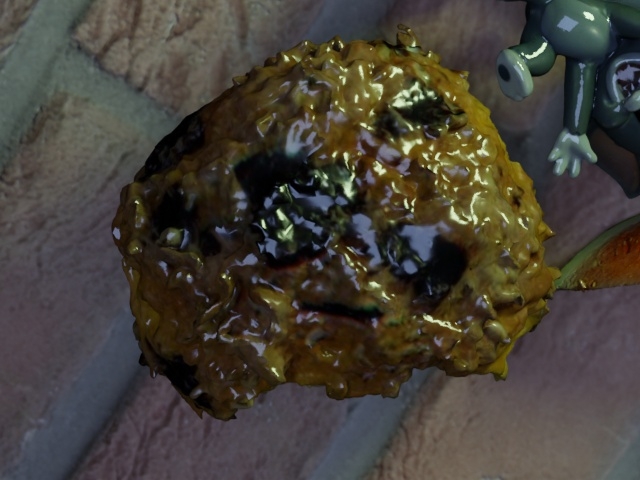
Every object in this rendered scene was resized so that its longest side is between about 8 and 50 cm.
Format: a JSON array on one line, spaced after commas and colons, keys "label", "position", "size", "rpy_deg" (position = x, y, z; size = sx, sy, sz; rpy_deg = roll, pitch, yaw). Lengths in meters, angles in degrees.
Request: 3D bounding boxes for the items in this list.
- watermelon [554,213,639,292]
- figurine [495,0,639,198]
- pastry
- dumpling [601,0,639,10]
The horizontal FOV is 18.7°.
[{"label": "watermelon", "position": [0.331, 0.011, 1.794], "size": [0.245, 0.119, 0.063], "rpy_deg": [-6, 109, 33]}, {"label": "figurine", "position": [0.251, -0.154, 1.769], "size": [0.265, 0.140, 0.193], "rpy_deg": [32, 104, 0]}, {"label": "pastry", "position": [0.008, -0.016, 1.756], "size": [0.405, 0.292, 0.337], "rpy_deg": [-8, 98, 5]}, {"label": "dumpling", "position": [0.277, -0.278, 1.765], "size": [0.217, 0.105, 0.149], "rpy_deg": [24, 102, 4]}]
